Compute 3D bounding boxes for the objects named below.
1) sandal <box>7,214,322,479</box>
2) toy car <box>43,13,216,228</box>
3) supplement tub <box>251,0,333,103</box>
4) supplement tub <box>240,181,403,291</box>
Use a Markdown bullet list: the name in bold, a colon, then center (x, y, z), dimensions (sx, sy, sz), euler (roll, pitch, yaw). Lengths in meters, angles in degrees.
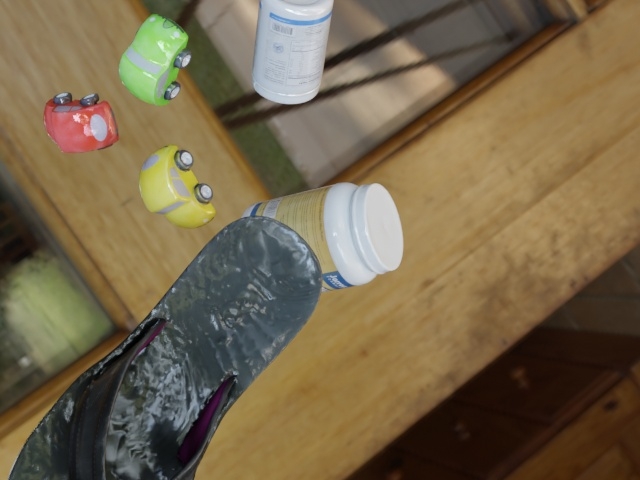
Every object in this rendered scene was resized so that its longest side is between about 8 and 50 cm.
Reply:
- **sandal**: center (-0.159, 0.159, 1.179), dimensions (0.167, 0.446, 0.107), euler (35, 168, -6)
- **toy car**: center (-0.198, -0.138, 1.296), dimensions (0.239, 0.053, 0.225), euler (34, 131, 12)
- **supplement tub**: center (-0.028, -0.193, 1.162), dimensions (0.071, 0.071, 0.107), euler (44, 142, 31)
- **supplement tub**: center (0.000, 0.000, 1.692), dimensions (0.199, 0.144, 0.144), euler (-12, 121, 26)
